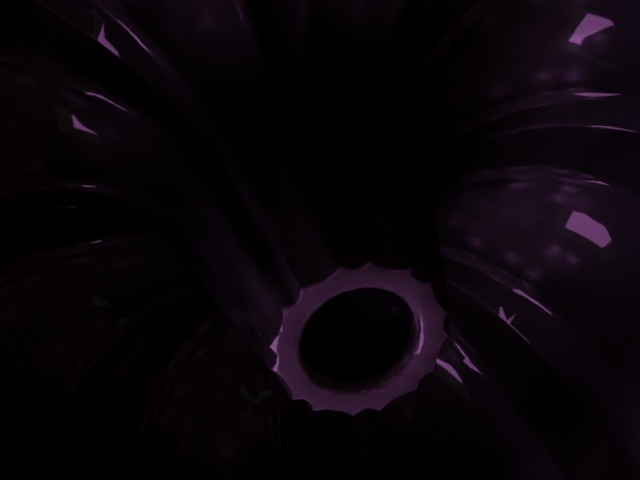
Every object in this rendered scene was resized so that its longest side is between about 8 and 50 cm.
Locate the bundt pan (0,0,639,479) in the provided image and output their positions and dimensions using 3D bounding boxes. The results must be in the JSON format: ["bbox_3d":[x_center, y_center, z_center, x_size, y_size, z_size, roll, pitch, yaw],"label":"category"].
[{"bbox_3d":[0.000,0.000,0.397,0.331,0.331,0.124,47,-169,-30],"label":"bundt pan"}]

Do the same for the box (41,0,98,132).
[{"bbox_3d":[-0.210,-0.087,0.501,0.257,0.079,0.322,33,117,8],"label":"box"}]

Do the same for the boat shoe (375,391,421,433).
[{"bbox_3d":[-0.023,-0.019,0.546,0.084,0.095,0.258,-22,95,60],"label":"boat shoe"}]
